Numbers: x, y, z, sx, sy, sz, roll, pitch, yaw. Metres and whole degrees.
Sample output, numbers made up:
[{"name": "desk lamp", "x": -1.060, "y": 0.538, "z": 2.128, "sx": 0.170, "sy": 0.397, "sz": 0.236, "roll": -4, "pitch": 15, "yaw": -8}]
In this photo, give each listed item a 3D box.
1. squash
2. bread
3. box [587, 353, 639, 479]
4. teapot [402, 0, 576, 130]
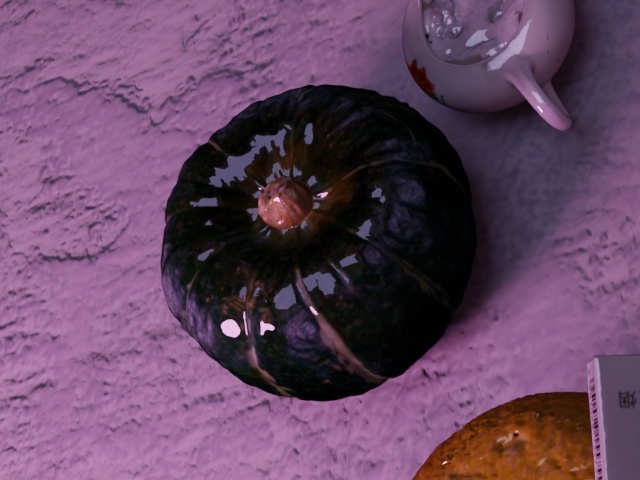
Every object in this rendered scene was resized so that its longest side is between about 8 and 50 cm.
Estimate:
[{"name": "squash", "x": 0.000, "y": 0.000, "z": 1.362, "sx": 0.252, "sy": 0.165, "sz": 0.252, "roll": -14, "pitch": 63, "yaw": 28}, {"name": "bread", "x": 0.154, "y": 0.214, "z": 1.175, "sx": 0.240, "sy": 0.139, "sz": 0.240, "roll": -19, "pitch": 55, "yaw": 30}, {"name": "box", "x": 0.235, "y": 0.188, "z": 1.049, "sx": 0.139, "sy": 0.035, "sz": 0.245, "roll": 0, "pitch": 76, "yaw": -3}, {"name": "teapot", "x": 0.139, "y": -0.162, "z": 1.383, "sx": 0.145, "sy": 0.092, "sz": 0.226, "roll": -45, "pitch": 53, "yaw": 15}]
